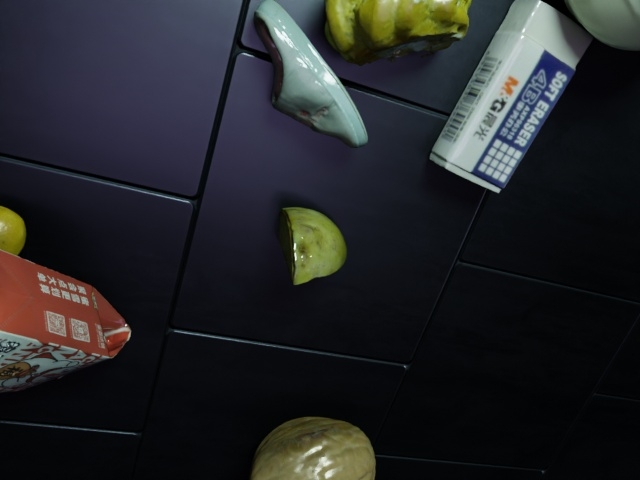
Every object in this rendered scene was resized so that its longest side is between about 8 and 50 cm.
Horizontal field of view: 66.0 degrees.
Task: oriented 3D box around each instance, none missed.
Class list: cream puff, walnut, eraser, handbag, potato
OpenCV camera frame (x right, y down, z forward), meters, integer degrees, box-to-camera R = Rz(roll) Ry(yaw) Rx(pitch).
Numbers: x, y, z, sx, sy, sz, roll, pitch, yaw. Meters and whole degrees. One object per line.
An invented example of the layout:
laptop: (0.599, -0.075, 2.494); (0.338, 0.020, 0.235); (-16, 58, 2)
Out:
cream puff: (0.105, -0.343, 0.667); (0.221, 0.194, 0.194); (-16, 116, -10)
walnut: (-0.013, 0.457, 0.971); (0.261, 0.225, 0.224); (-12, 116, -20)
eraser: (0.303, -0.228, 0.804); (0.124, 0.081, 0.279); (21, 108, -20)
handbag: (-0.448, 0.142, 0.753); (0.171, 0.151, 0.298); (-29, 154, 4)
potato: (0.000, 0.000, 0.806); (0.120, 0.149, 0.081); (0, 119, -15)

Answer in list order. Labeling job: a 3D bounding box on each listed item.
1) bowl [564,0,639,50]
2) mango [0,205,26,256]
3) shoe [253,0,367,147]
bowl: (0.445, -0.396, 0.703); (0.277, 0.145, 0.277); (1, 88, -29)
mango: (-0.538, 0.004, 0.721); (0.195, 0.098, 0.137); (-19, 112, -9)
shoe: (-0.027, -0.223, 0.729); (0.100, 0.103, 0.251); (-37, 110, 5)
